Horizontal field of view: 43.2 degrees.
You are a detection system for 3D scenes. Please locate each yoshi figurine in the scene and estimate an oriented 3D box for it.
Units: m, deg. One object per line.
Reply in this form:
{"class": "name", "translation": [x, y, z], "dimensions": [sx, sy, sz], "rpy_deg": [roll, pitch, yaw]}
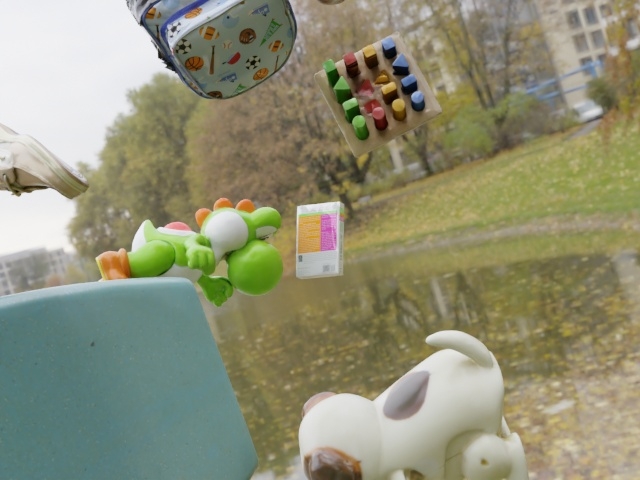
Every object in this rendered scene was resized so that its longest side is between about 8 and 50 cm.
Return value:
{"class": "yoshi figurine", "translation": [-0.218, 0.059, 1.515], "dimensions": [0.362, 0.203, 0.203], "rpy_deg": [-23, 26, -20]}

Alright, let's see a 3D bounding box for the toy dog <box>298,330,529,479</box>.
{"class": "toy dog", "translation": [0.161, 0.379, 1.545], "dimensions": [0.407, 0.395, 0.285], "rpy_deg": [-16, 41, 2]}

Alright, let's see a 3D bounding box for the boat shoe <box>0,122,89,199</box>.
{"class": "boat shoe", "translation": [-0.488, -0.116, 1.315], "dimensions": [0.302, 0.098, 0.109], "rpy_deg": [26, -13, 36]}

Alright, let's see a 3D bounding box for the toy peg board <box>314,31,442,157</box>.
{"class": "toy peg board", "translation": [0.089, -0.247, 1.307], "dimensions": [0.160, 0.161, 0.079], "rpy_deg": [-27, -12, 3]}

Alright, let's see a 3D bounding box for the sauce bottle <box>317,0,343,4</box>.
{"class": "sauce bottle", "translation": [0.079, -0.504, 1.321], "dimensions": [0.111, 0.111, 0.344], "rpy_deg": [-17, -3, -27]}

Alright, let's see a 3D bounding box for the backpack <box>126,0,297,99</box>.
{"class": "backpack", "translation": [-0.156, -0.358, 1.316], "dimensions": [0.276, 0.213, 0.263], "rpy_deg": [-26, -22, 3]}

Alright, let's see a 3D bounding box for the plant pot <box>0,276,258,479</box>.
{"class": "plant pot", "translation": [-0.156, 0.107, 0.361], "dimensions": [0.234, 0.166, 0.165], "rpy_deg": [-23, 5, -42]}

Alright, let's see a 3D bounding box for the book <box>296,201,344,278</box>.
{"class": "book", "translation": [0.000, 0.000, 1.593], "dimensions": [0.096, 0.144, 0.035], "rpy_deg": [-6, -17, 31]}
